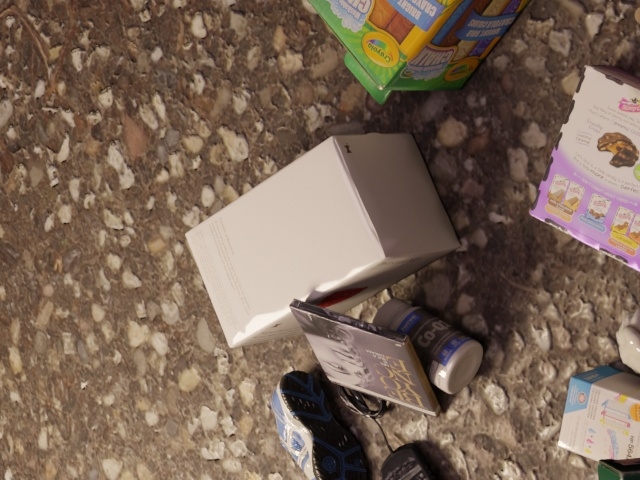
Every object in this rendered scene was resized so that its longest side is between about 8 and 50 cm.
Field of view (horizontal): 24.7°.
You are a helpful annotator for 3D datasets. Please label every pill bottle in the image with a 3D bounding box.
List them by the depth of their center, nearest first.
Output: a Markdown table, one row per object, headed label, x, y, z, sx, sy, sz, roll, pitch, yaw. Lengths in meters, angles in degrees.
| label | x | y | z | sx | sy | sz | roll | pitch | yaw |
| --- | --- | --- | --- | --- | --- | --- | --- | --- | --- |
| pill bottle | 0.136 | 0.134 | 1.905 | 0.137 | 0.078 | 0.078 | 31 | 113 | 31 |

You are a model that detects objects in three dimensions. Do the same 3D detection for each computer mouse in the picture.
| label | x | y | z | sx | sy | sz | roll | pitch | yaw |
| --- | --- | --- | --- | --- | --- | --- | --- | --- | --- |
| computer mouse | 0.096 | 0.277 | 1.982 | 0.071 | 0.041 | 0.242 | -39 | 63 | 18 |

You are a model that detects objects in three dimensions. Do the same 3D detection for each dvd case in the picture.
| label | x | y | z | sx | sy | sz | roll | pitch | yaw |
| --- | --- | --- | --- | --- | --- | --- | --- | --- | --- |
| dvd case | 0.060 | 0.155 | 1.886 | 0.164 | 0.221 | 0.018 | 16 | 66 | 25 |

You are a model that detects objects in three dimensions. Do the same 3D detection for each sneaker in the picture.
| label | x | y | z | sx | sy | sz | roll | pitch | yaw |
| --- | --- | --- | --- | --- | --- | --- | --- | --- | --- |
| sneaker | -0.004 | 0.286 | 2.044 | 0.211 | 0.080 | 0.081 | 65 | 148 | 14 |

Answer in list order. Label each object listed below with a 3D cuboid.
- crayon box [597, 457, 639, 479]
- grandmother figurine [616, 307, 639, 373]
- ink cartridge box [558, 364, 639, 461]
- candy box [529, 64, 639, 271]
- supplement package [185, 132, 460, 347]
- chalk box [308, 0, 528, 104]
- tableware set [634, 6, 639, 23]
| label | x | y | z | sx | sy | sz | roll | pitch | yaw |
| --- | --- | --- | --- | --- | --- | --- | --- | --- | --- |
| crayon box | 0.422 | 0.400 | 1.632 | 0.081 | 0.202 | 0.319 | -165 | 71 | -80 |
| grandmother figurine | 0.468 | 0.055 | 1.632 | 0.342 | 0.104 | 0.208 | -40 | 43 | 36 |
| ink cartridge box | 0.369 | 0.216 | 1.722 | 0.143 | 0.090 | 0.092 | 17 | 105 | 36 |
| candy box | 0.358 | -0.087 | 1.714 | 0.165 | 0.070 | 0.196 | 31 | 113 | 32 |
| supplement package | 0.000 | 0.000 | 1.935 | 0.293 | 0.177 | 0.175 | -32 | 75 | 36 |
| chalk box | 0.119 | -0.300 | 1.811 | 0.180 | 0.179 | 0.289 | 51 | 122 | 23 |
| tableware set | 0.410 | -0.301 | 1.684 | 0.168 | 0.020 | 0.141 | -27 | 80 | 35 |
